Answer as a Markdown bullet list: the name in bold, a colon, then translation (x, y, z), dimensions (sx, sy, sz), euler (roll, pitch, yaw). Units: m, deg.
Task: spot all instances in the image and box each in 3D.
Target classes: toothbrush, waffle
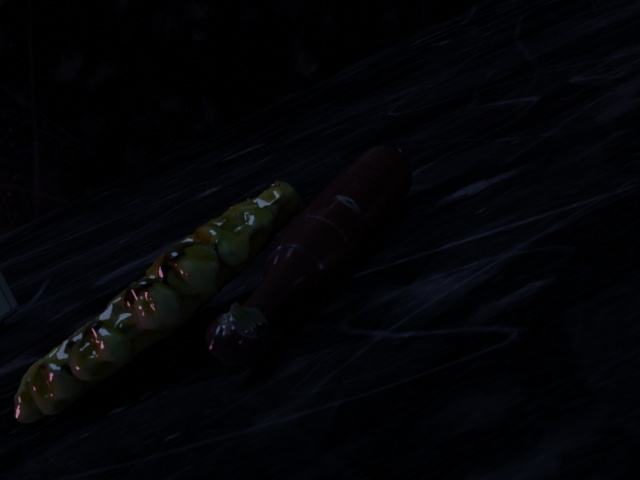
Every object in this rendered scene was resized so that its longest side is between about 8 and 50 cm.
- **toothbrush**: translation (-0.001, 0.001, 0.885), dimensions (0.041, 0.041, 0.364), euler (-23, 8, 19)
- **waffle**: translation (-0.089, 0.033, 0.898), dimensions (0.169, 0.036, 0.183), euler (-37, 2, 32)

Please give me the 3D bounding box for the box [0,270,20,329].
- **box**: translation (-0.408, 0.085, 1.324), dimensions (0.225, 0.117, 0.225), euler (-22, 9, 28)
